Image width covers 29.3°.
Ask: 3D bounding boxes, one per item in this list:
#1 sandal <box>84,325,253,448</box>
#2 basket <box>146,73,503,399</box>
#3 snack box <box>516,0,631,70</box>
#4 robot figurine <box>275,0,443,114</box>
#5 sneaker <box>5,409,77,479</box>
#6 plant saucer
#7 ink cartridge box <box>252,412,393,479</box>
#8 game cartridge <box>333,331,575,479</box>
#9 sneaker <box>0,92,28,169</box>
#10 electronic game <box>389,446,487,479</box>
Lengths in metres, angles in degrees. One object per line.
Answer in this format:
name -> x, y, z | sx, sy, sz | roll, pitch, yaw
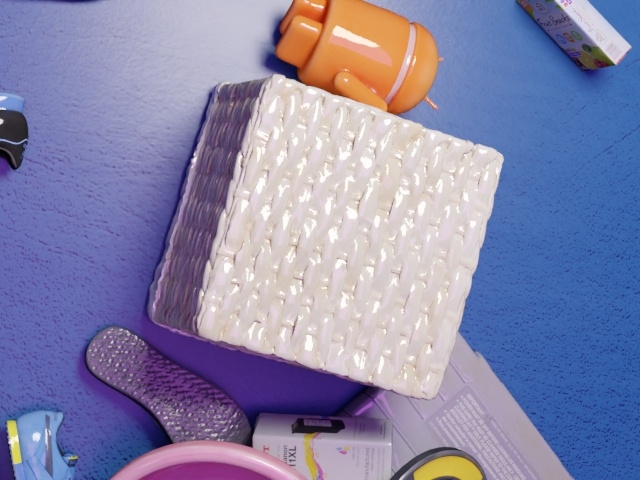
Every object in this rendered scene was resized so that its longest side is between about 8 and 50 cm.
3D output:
sandal -> -0.185, 0.201, 1.550 | 0.254, 0.054, 0.097 | 43, 73, -2
basket -> 0.000, 0.000, 1.481 | 0.328, 0.266, 0.331 | 17, 89, -16
snack box -> 0.339, -0.291, 1.646 | 0.141, 0.100, 0.037 | 44, 82, -13
robot figurine -> 0.055, -0.235, 1.558 | 0.219, 0.158, 0.128 | 18, 103, -15
sneaker -> -0.331, 0.312, 1.499 | 0.082, 0.069, 0.209 | -9, 93, -18
plant saucer -> -0.129, 0.389, 1.501 | 0.332, 0.084, 0.332 | 1, 106, 4
ink cartridge box -> 0.002, 0.292, 1.545 | 0.175, 0.072, 0.127 | 2, 107, 4
game cartridge -> 0.195, 0.313, 1.646 | 0.230, 0.068, 0.355 | -39, 100, -15
sneaker -> -0.463, -0.127, 1.446 | 0.232, 0.081, 0.090 | -1, 85, -16
electronic game -> 0.131, 0.368, 1.534 | 0.229, 0.048, 0.229 | -15, 114, -39
